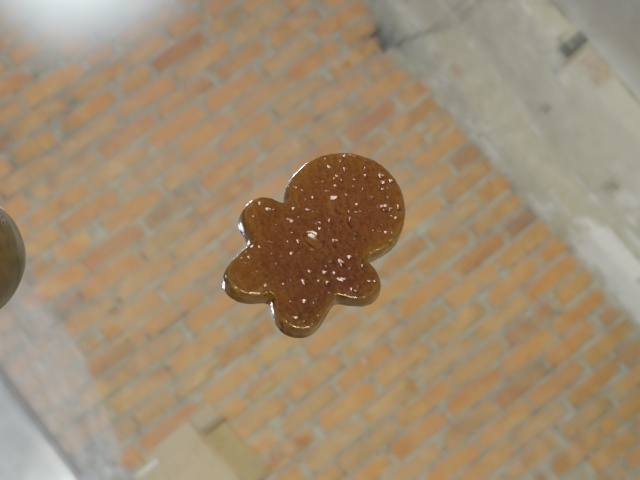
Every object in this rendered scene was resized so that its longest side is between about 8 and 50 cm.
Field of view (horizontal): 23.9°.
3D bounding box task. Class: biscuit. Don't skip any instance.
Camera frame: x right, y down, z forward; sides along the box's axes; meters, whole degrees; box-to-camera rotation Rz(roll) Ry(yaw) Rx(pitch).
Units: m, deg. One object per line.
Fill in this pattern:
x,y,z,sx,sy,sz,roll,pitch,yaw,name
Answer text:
0.000,0.000,1.679,0.236,0.180,0.039,-49,-12,-25,biscuit

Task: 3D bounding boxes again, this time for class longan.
-0.486,0.006,2.050,0.159,0.204,0.185,-19,-7,-26,longan
